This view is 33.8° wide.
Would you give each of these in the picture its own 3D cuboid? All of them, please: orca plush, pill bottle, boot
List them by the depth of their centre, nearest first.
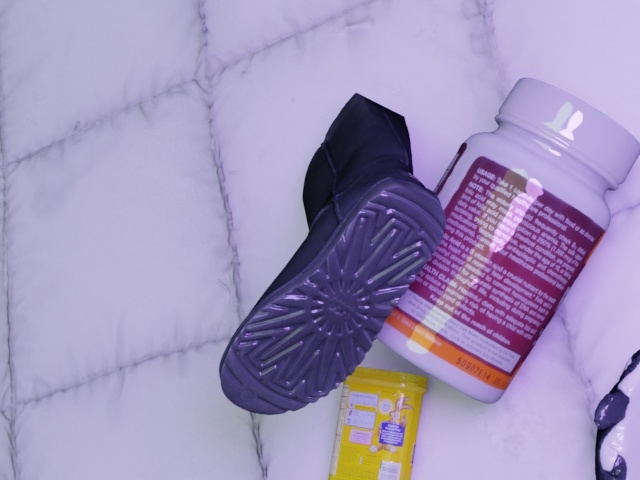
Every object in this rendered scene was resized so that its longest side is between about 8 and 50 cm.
[{"bbox_3d":[0.398,0.274,1.340,0.151,0.102,0.287,0,83,-16],"label":"orca plush"},{"bbox_3d":[0.242,-0.002,1.408,0.224,0.224,0.392,34,94,33],"label":"pill bottle"},{"bbox_3d":[0.002,-0.001,1.458,0.367,0.146,0.445,-46,20,13],"label":"boot"}]

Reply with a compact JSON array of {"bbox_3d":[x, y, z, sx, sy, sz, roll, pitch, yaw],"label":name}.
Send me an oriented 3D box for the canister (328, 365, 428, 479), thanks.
[{"bbox_3d":[0.080,0.271,1.510,0.126,0.073,0.170,4,79,31],"label":"canister"}]
